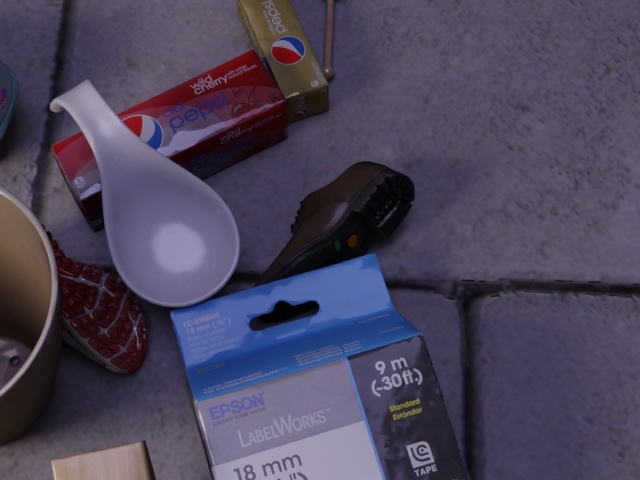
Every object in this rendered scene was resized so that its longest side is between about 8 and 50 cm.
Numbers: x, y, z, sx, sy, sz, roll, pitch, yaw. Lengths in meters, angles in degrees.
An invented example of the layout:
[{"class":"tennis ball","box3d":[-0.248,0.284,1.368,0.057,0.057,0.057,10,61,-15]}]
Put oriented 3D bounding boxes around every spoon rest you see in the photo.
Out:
[{"class":"spoon rest","box3d":[-0.194,-0.054,1.277,0.137,0.084,0.276,-35,86,-12]}]

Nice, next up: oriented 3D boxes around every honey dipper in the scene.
[{"class":"honey dipper","box3d":[0.011,-0.273,1.497,0.030,0.030,0.161,2,66,1]}]

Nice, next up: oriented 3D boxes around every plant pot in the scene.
[{"class":"plant pot","box3d":[-0.362,0.108,1.183,0.256,0.274,0.257,0,64,-1]}]

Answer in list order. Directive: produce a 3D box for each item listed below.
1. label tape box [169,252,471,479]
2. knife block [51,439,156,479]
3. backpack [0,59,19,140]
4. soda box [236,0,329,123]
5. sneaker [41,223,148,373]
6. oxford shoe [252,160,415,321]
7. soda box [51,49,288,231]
[{"class":"label tape box","box3d":[0.000,0.187,1.204,0.240,0.106,0.334,-16,77,-8]},{"class":"knife block","box3d":[-0.170,0.356,1.091,0.088,0.276,0.242,-12,36,-6]},{"class":"backpack","box3d":[-0.441,-0.155,1.373,0.188,0.144,0.166,0,60,26]},{"class":"soda box","box3d":[-0.048,-0.237,1.462,0.058,0.061,0.181,-20,66,-8]},{"class":"sneaker","box3d":[-0.283,0.065,1.316,0.225,0.093,0.088,41,47,3]},{"class":"oxford shoe","box3d":[0.000,0.000,1.353,0.227,0.083,0.096,-43,43,-11]},{"class":"soda box","box3d":[-0.170,-0.116,1.388,0.263,0.092,0.083,-28,68,-12]}]
